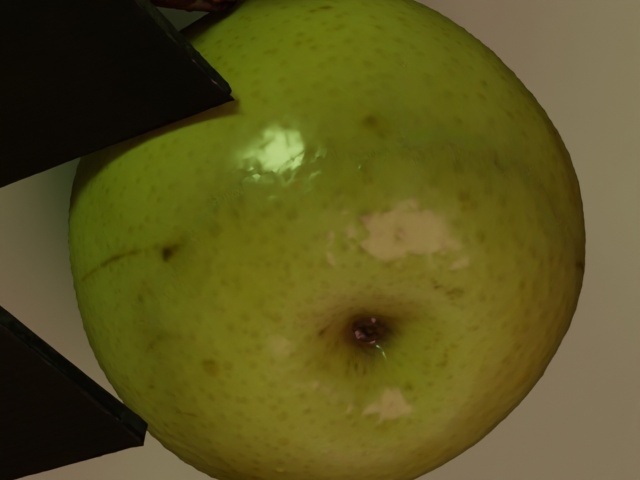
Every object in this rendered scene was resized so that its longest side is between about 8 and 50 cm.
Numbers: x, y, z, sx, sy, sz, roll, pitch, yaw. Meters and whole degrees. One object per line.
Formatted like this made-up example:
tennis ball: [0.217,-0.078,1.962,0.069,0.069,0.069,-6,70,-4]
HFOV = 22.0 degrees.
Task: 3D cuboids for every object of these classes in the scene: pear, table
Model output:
pear: [0.000,0.000,1.078,0.348,0.348,0.348,-13,120,-24]
table: [-0.224,-0.006,0.867,0.282,0.251,0.196,-18,132,30]

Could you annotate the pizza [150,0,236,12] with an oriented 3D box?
pizza: [-0.178,-0.191,0.971,0.305,0.161,0.086,5,95,-15]
